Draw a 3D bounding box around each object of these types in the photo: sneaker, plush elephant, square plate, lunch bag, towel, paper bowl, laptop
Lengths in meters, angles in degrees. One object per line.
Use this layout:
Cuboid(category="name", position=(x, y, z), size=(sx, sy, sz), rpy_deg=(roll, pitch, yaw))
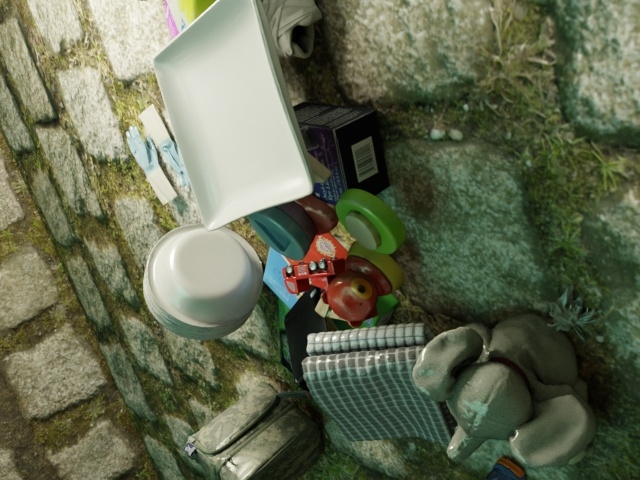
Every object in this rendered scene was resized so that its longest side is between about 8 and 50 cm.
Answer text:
Cuboid(category="sneaker", position=(0.337, 0.518, 1.417), size=(0.083, 0.087, 0.221), rpy_deg=(33, 139, 37))
Cuboid(category="plush elephant", position=(0.284, 0.241, 1.112), size=(0.272, 0.255, 0.330), rpy_deg=(40, 143, 28))
Cuboid(category="square plate", position=(-0.150, -0.211, 1.220), size=(0.347, 0.049, 0.344), rpy_deg=(-16, 93, 52))
Cuboid(category="lunch bag", position=(-0.185, 0.554, 1.954), size=(0.256, 0.305, 0.212), rpy_deg=(35, 150, 35))
Cuboid(category="sneaker", position=(-0.071, -0.357, 1.286), size=(0.115, 0.090, 0.232), rpy_deg=(51, 149, 4))
Cuboid(category="towel", position=(0.121, 0.277, 1.323), size=(0.235, 0.121, 0.284), rpy_deg=(-11, 134, 20))
Cuboid(category="paper bowl", position=(-0.279, 0.086, 1.734), size=(0.284, 0.284, 0.148), rpy_deg=(51, 147, 13))
Cuboid(category="laptop", position=(0.038, 0.245, 1.558), size=(0.264, 0.136, 0.234), rpy_deg=(31, 146, -3))

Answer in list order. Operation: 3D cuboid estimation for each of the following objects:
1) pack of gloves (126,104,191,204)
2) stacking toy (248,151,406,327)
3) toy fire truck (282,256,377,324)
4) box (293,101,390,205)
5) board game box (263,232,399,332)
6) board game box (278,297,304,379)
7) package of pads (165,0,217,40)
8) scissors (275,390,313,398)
Cuboid(category="pack of gloves", position=(-0.422, -0.231, 1.925), size=(0.195, 0.046, 0.232), rpy_deg=(-24, 98, 46))
Cuboid(category="stacking toy", position=(0.000, 0.000, 1.252), size=(0.309, 0.130, 0.279), rpy_deg=(36, 159, 11))
Cuboid(category="toy fire truck", position=(0.014, 0.103, 1.430), size=(0.192, 0.047, 0.135), rpy_deg=(-10, 92, 38))
Cuboid(category="box", position=(0.009, -0.160, 1.310), size=(0.207, 0.108, 0.153), rpy_deg=(15, 128, 47))
Cuboid(category="board game box", position=(0.011, 0.108, 1.560), size=(0.316, 0.064, 0.242), rpy_deg=(44, 144, 23))
Cuboid(category="board game box", position=(-0.052, 0.251, 1.794), size=(0.136, 0.030, 0.260), rpy_deg=(37, 141, 35))
Cuboid(category="package of pads", position=(-0.219, -0.469, 1.327), size=(0.296, 0.101, 0.229), rpy_deg=(105, 149, -47))
Cuboid(category="scissors", position=(-0.020, 0.384, 1.819), size=(0.297, 0.021, 0.109), rpy_deg=(6, 126, 41))
